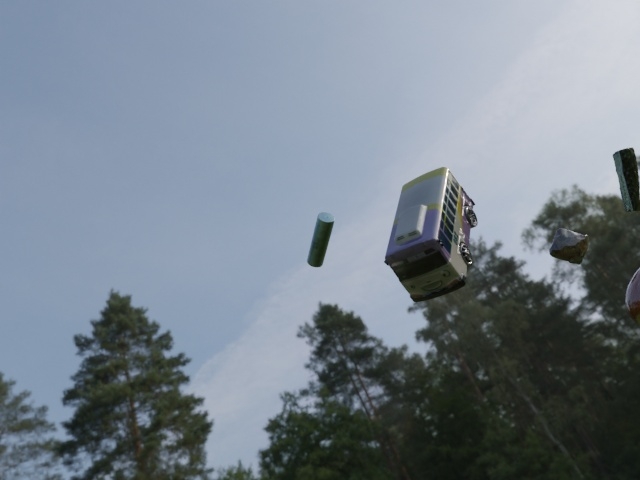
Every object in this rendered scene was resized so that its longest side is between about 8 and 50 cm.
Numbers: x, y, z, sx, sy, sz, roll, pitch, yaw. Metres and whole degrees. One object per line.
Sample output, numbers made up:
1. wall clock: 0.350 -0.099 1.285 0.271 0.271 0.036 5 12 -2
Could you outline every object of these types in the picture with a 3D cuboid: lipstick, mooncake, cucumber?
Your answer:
1. lipstick: 0.000 0.000 1.674 0.048 0.048 0.157 -7 -49 -26
2. mooncake: 0.957 0.021 2.388 0.125 0.130 0.073 -61 -31 -23
3. cucumber: 1.030 -0.200 2.059 0.062 0.211 0.078 -11 -7 6

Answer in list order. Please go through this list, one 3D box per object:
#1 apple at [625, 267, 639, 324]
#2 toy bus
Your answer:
1. apple: 1.101 0.160 1.873 0.302 0.301 0.301 -18 -35 -13
2. toy bus: 0.373 -0.030 2.095 0.209 0.439 0.249 -23 -60 34
